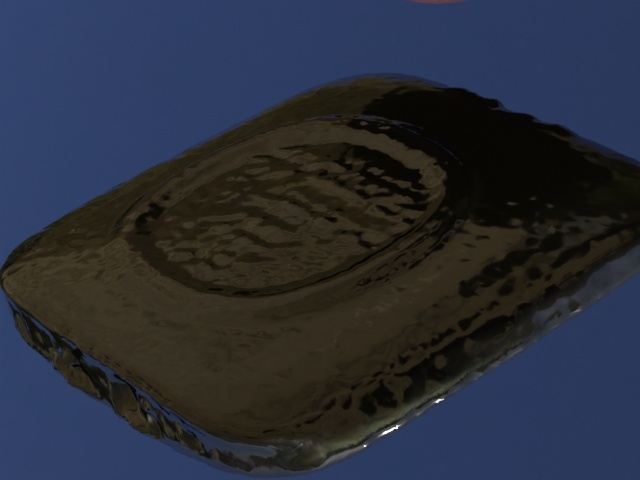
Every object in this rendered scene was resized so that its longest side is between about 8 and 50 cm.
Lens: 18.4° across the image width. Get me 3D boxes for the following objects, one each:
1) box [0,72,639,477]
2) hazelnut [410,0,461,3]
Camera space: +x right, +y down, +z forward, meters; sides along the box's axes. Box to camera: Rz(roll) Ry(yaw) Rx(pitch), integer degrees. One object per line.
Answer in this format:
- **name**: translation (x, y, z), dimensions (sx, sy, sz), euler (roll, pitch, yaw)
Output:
- **box**: translation (0.000, 0.000, 0.718), dimensions (0.212, 0.201, 0.042), euler (30, -35, 50)
- **hazelnut**: translation (0.055, -0.165, 0.784), dimensions (0.143, 0.143, 0.154), euler (58, -47, 37)
